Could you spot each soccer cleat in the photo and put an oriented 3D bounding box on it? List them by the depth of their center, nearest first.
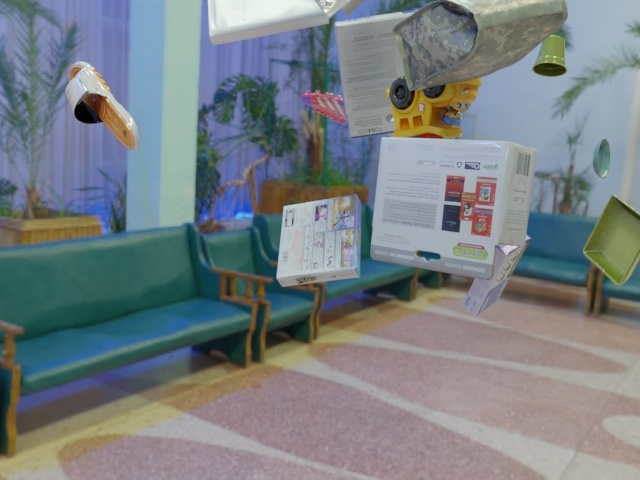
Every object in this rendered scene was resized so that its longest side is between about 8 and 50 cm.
[{"bbox_3d":[0.043,-0.414,2.133,0.248,0.095,0.083,0,18,-39],"label":"soccer cleat"}]

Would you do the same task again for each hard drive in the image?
[{"bbox_3d":[-0.161,-0.711,2.043,0.352,0.233,0.047,-10,-32,4],"label":"hard drive"}]

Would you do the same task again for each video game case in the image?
[{"bbox_3d":[0.000,0.000,2.049,0.244,0.270,0.061,-9,-35,18],"label":"video game case"}]

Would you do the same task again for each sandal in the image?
[{"bbox_3d":[-0.484,-0.285,1.447,0.076,0.102,0.265,-26,61,-37],"label":"sandal"}]

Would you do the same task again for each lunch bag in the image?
[{"bbox_3d":[0.324,-0.430,1.386,0.235,0.169,0.287,-17,3,-24],"label":"lunch bag"}]

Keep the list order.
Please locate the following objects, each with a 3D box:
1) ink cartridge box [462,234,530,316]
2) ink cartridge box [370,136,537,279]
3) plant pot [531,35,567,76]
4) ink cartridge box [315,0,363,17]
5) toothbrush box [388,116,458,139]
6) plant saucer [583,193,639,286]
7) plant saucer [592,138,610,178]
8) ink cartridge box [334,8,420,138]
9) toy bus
[{"bbox_3d":[0.396,0.073,1.534,0.097,0.207,0.046,-28,57,-36],"label":"ink cartridge box"},{"bbox_3d":[0.270,-0.073,1.433,0.309,0.272,0.130,11,6,41],"label":"ink cartridge box"},{"bbox_3d":[0.563,-0.452,1.652,0.083,0.079,0.083,10,-7,1],"label":"plant pot"},{"bbox_3d":[0.069,-0.635,1.670,0.181,0.104,0.061,-38,-11,16],"label":"ink cartridge box"},{"bbox_3d":[0.344,-0.367,2.250,0.122,0.206,0.283,32,-6,23],"label":"toothbrush box"},{"bbox_3d":[0.796,0.000,1.793,0.045,0.189,0.188,11,25,-17],"label":"plant saucer"},{"bbox_3d":[0.838,-0.245,2.029,0.021,0.120,0.119,4,8,39],"label":"plant saucer"},{"bbox_3d":[0.218,-0.477,1.938,0.323,0.330,0.071,-8,29,1],"label":"ink cartridge box"},{"bbox_3d":[0.279,-0.301,1.655,0.149,0.212,0.220,-4,0,-41],"label":"toy bus"}]
